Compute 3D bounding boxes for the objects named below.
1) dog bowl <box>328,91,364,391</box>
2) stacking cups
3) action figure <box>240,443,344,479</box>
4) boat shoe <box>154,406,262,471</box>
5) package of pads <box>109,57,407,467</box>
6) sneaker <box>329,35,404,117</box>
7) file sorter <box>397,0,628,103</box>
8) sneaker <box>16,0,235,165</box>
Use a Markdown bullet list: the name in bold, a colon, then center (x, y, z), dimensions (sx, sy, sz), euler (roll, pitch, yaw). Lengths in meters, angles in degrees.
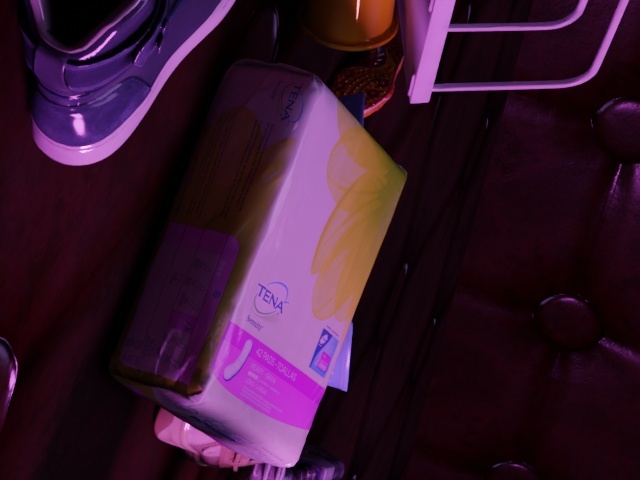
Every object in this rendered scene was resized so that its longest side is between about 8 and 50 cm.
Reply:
- **dog bowl**: center (0.000, 0.000, 1.742), dimensions (0.166, 0.074, 0.297), euler (-84, 177, -75)
- **stacking cups**: center (0.042, -0.317, 1.522), dimensions (0.096, 0.096, 0.316), euler (-59, 164, -47)
- **action figure**: center (-0.066, 0.307, 2.108), dimensions (0.185, 0.099, 0.285), euler (-64, 167, 6)
- **boat shoe**: center (-0.073, 0.182, 1.774), dimensions (0.341, 0.110, 0.121), euler (30, 80, -79)
- **package of pads**: center (-0.048, 0.020, 1.503), dimensions (0.229, 0.101, 0.296), euler (43, 64, -60)
- **sneaker**: center (0.050, -0.164, 1.921), dimensions (0.175, 0.064, 0.067), euler (-51, 168, -54)
- **file sorter**: center (0.158, -0.293, 1.602), dimensions (0.193, 0.173, 0.277), euler (101, -16, -64)
- **sneaker**: center (-0.103, -0.171, 1.042), dimensions (0.163, 0.086, 0.226), euler (94, 20, -64)
